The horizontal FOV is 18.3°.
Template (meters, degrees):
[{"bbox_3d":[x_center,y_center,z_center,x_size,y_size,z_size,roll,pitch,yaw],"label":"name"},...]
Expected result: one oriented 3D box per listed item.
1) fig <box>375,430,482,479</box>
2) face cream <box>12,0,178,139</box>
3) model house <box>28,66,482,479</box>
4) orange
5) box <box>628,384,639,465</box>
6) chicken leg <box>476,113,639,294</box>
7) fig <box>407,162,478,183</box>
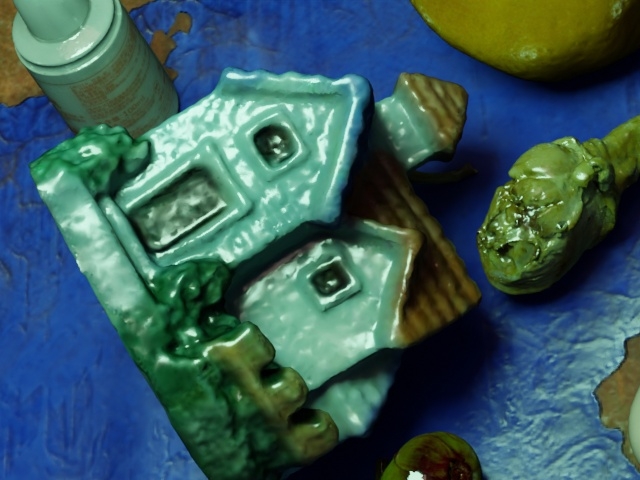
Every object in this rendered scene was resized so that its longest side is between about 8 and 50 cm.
[{"bbox_3d":[0.075,0.191,1.514,0.098,0.082,0.084,-30,62,49],"label":"fig"},{"bbox_3d":[-0.208,-0.170,1.702,0.101,0.251,0.101,-8,60,14],"label":"face cream"},{"bbox_3d":[0.000,0.000,1.518,0.329,0.252,0.295,-30,83,-4],"label":"model house"},{"bbox_3d":[0.178,-0.249,1.656,0.249,0.183,0.249,-9,57,14],"label":"orange"},{"bbox_3d":[0.319,0.111,1.457,0.200,0.088,0.146,-47,56,-9],"label":"box"},{"bbox_3d":[0.215,-0.047,1.578,0.228,0.103,0.088,-37,41,-9],"label":"chicken leg"},{"bbox_3d":[0.039,-0.076,1.661,0.166,0.093,0.093,8,65,25],"label":"fig"}]
